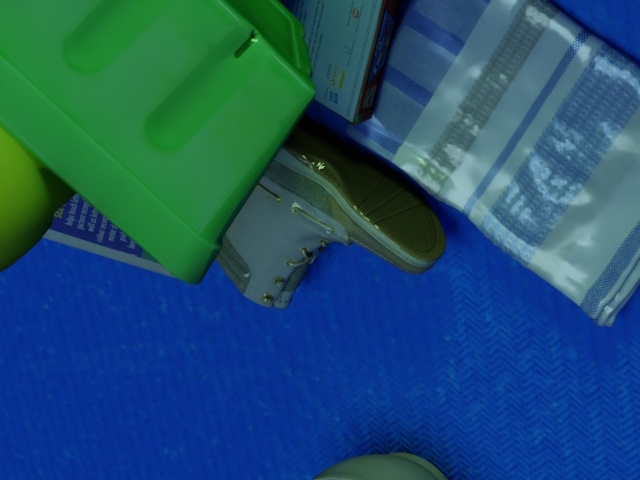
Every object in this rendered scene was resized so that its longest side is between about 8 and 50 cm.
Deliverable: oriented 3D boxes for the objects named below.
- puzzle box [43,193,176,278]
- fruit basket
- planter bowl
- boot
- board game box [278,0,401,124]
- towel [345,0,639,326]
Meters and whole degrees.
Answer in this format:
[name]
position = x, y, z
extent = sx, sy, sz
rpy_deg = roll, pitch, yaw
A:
[puzzle box]
position = -0.186, -0.169, 1.438
extent = 0.272, 0.052, 0.409
rpy_deg = 17, 125, -4
[fruit basket]
position = -0.231, -0.104, 1.281
extent = 0.392, 0.283, 0.392
rpy_deg = -1, 114, -3
[planter bowl]
position = 0.060, 0.260, 1.580
extent = 0.162, 0.109, 0.162
rpy_deg = 14, 121, 26
[boot]
position = 0.000, 0.000, 1.504
extent = 0.213, 0.077, 0.165
rpy_deg = 37, 128, 19
[board game box]
position = 0.010, -0.247, 1.380
extent = 0.145, 0.027, 0.281
rpy_deg = 33, 127, 27
[towel]
position = 0.167, -0.082, 1.381
extent = 0.285, 0.034, 0.209
rpy_deg = 38, 128, 10
